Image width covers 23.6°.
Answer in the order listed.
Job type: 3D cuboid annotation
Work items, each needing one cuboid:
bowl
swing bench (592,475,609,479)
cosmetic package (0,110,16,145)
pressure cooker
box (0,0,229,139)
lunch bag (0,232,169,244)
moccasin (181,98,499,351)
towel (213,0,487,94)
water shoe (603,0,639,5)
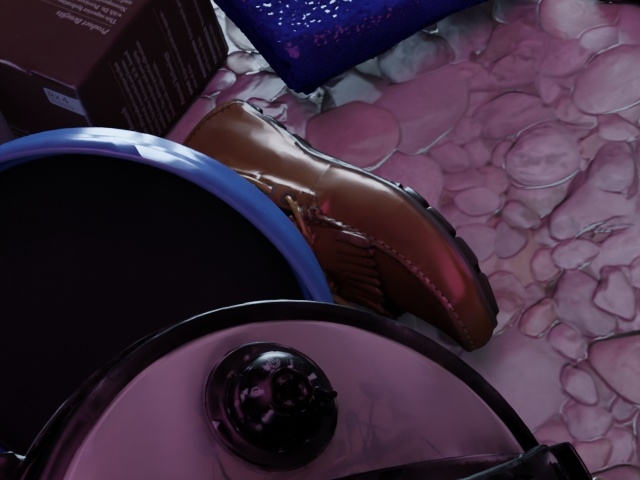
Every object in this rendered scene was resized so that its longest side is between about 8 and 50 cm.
[{"bbox_3d":[-0.172,0.088,1.228,0.391,0.391,0.077,-5,27,10],"label":"bowl"},{"bbox_3d":[0.315,0.165,1.123,0.165,0.253,0.254,17,62,22],"label":"swing bench"},{"bbox_3d":[-0.436,-0.091,1.488,0.224,0.224,0.138,-3,56,10],"label":"cosmetic package"},{"bbox_3d":[-0.043,0.237,0.962,0.375,0.420,0.370,33,60,-4],"label":"pressure cooker"},{"bbox_3d":[-0.228,-0.196,1.548,0.168,0.167,0.203,23,64,25],"label":"box"},{"bbox_3d":[-0.186,0.041,1.338,0.293,0.221,0.138,6,52,16],"label":"lunch bag"},{"bbox_3d":[-0.001,-0.002,1.380,0.380,0.139,0.147,34,70,30],"label":"moccasin"},{"bbox_3d":[0.046,-0.278,1.580,0.308,0.076,0.227,-27,53,-18],"label":"towel"},{"bbox_3d":[0.281,-0.291,1.555,0.203,0.073,0.080,32,70,30],"label":"water shoe"}]
